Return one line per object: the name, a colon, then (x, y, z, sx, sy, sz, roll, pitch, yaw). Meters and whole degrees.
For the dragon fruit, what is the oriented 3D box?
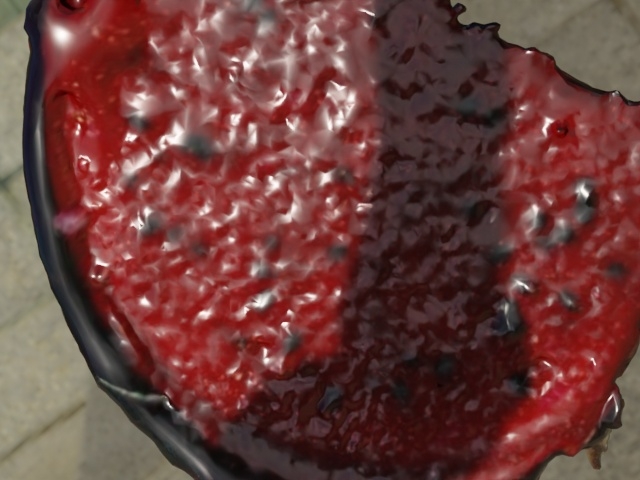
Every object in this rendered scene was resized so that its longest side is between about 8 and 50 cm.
dragon fruit: (0.000, 0.000, 0.791, 0.282, 0.343, 0.100, -63, 5, 6)
